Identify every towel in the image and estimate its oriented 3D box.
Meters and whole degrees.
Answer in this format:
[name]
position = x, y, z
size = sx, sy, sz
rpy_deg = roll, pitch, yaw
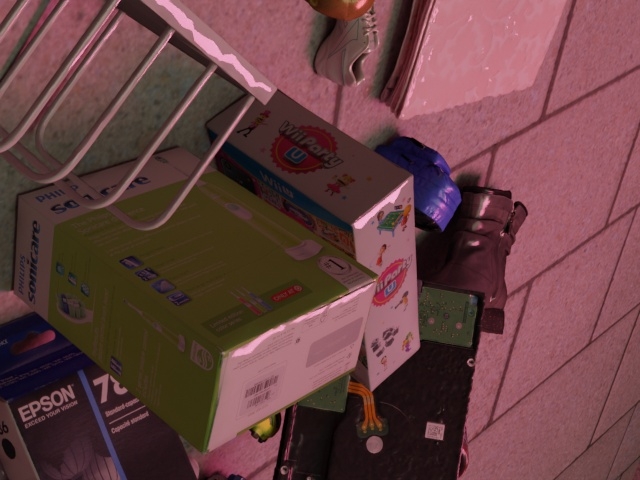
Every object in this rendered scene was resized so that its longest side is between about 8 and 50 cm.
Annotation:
[towel]
position = 0.224, -0.324, 1.483
size = 0.332, 0.053, 0.316
rpy_deg = -19, 134, -47

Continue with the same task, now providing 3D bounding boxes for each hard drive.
[hard drive]
position = 0.074, 0.213, 1.508
size = 0.064, 0.237, 0.338
rpy_deg = 155, -55, -81

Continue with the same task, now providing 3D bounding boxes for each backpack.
[backpack]
position = 0.126, -0.073, 1.512
size = 0.101, 0.120, 0.098
rpy_deg = -57, 150, 0

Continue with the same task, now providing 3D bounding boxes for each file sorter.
[file sorter]
position = -0.207, -0.145, 0.884
size = 0.173, 0.193, 0.278
rpy_deg = -55, 150, 1

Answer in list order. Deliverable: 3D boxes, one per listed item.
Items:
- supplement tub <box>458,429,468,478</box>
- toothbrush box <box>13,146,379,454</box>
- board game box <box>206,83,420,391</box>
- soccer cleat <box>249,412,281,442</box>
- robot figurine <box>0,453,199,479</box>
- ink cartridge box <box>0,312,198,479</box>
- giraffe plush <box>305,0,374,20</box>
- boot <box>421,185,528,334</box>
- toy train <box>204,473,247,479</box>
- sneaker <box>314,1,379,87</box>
[supplement tub]
position = 0.192, 0.317, 1.936
size = 0.198, 0.106, 0.106
rpy_deg = -82, -170, -66
[toothbrush box]
position = -0.122, 0.042, 1.093
size = 0.206, 0.283, 0.122
rpy_deg = -24, 138, -44
[board game box]
position = 0.000, 0.000, 1.296
size = 0.097, 0.224, 0.303
rpy_deg = -39, 146, -24
[soccer cleat]
position = -0.091, 0.166, 1.456
size = 0.121, 0.093, 0.289
rpy_deg = -54, 151, -17
[robot figurine]
position = -0.286, 0.326, 1.212
size = 0.353, 0.200, 0.299
rpy_deg = -25, 118, -43
[ink cartridge box]
position = -0.217, 0.220, 1.132
size = 0.165, 0.332, 0.065
rpy_deg = -25, 180, -43
[giraffe plush]
position = 0.019, -0.295, 1.136
size = 0.210, 0.182, 0.170
rpy_deg = -75, -174, -52
[boot]
position = 0.208, 0.019, 1.723
size = 0.338, 0.118, 0.222
rpy_deg = 12, 89, -66
[toy train]
position = -0.105, 0.380, 1.628
size = 0.080, 0.105, 0.184
rpy_deg = -58, 152, -14
[sneaker]
position = 0.044, -0.243, 1.288
size = 0.054, 0.061, 0.152
rpy_deg = -16, 130, -46
